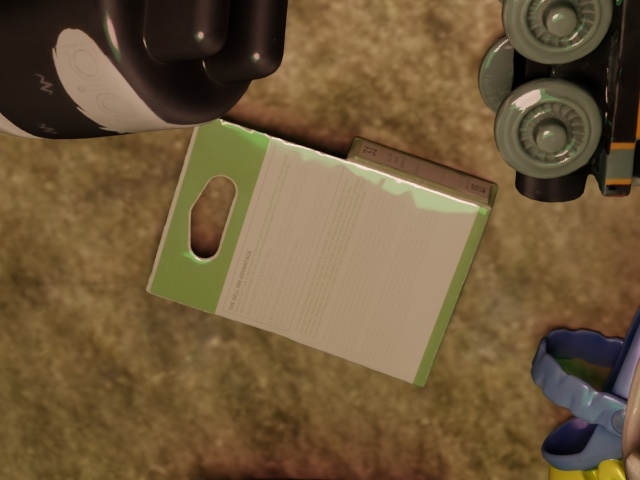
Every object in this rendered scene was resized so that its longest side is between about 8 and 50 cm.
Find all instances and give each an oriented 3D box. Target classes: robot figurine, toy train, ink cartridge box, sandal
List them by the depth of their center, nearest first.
[{"bbox_3d":[0.215,-0.179,1.385,0.190,0.142,0.334,0,117,-2],"label":"toy train"},{"bbox_3d":[-0.151,-0.161,1.388,0.278,0.173,0.209,-3,129,40],"label":"robot figurine"},{"bbox_3d":[0.288,0.093,1.515,0.317,0.126,0.138,-29,102,18],"label":"sandal"},{"bbox_3d":[0.000,0.000,1.543,0.235,0.056,0.171,20,117,2],"label":"ink cartridge box"}]

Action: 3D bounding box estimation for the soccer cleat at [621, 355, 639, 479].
[{"bbox_3d":[0.301,0.046,1.394,0.116,0.143,0.331,15,78,25],"label":"soccer cleat"}]
